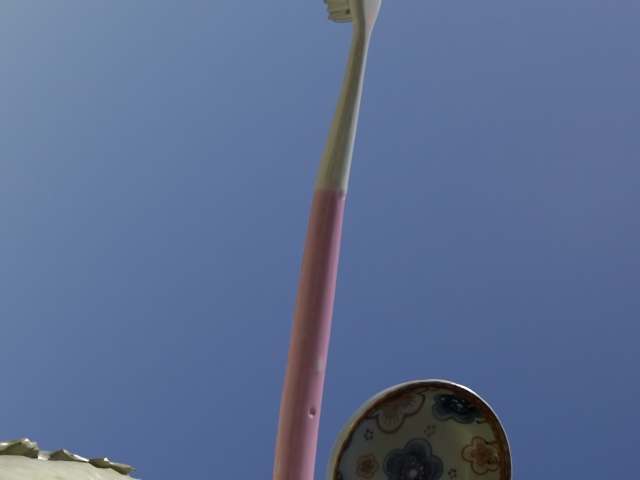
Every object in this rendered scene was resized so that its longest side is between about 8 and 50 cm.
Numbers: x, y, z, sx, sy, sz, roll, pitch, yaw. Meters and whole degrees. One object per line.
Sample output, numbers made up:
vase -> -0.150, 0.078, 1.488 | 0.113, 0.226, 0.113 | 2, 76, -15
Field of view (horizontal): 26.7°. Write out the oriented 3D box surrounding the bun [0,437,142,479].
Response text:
bun -> -0.084, 0.240, 0.631 | 0.360, 0.360, 0.211 | 15, -97, 65

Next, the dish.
dish -> 0.055, 0.161, 0.945 | 0.141, 0.141, 0.078 | -63, -156, -8

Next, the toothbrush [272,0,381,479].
toothbrush -> 0.000, 0.000, 0.595 | 0.025, 0.020, 0.286 | 2, -98, 40
